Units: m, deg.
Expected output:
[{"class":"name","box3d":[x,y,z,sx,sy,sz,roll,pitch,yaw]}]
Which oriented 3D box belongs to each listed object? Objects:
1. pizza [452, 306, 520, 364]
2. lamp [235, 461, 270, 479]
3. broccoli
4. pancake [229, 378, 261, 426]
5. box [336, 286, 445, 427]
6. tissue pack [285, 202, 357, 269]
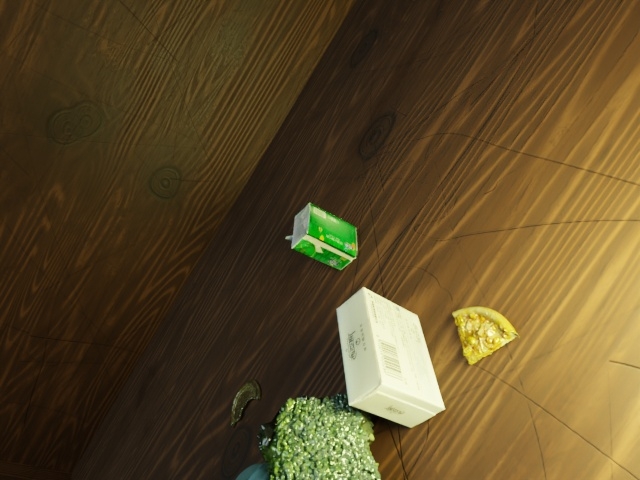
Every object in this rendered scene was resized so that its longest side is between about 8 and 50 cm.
[{"class":"pizza","box3d":[0.348,0.208,1.027,0.130,0.041,0.178,-60,28,5]},{"class":"lamp","box3d":[-0.180,0.710,1.259,0.209,0.147,0.284,-63,3,-35]},{"class":"broccoli","box3d":[0.008,0.523,1.065,0.317,0.278,0.337,85,169,-83]},{"class":"pancake","box3d":[-0.287,0.612,1.734,0.184,0.020,0.190,1,66,58]},{"class":"box","box3d":[0.158,0.275,1.107,0.116,0.203,0.274,-44,33,29]},{"class":"tissue pack","box3d":[0.000,0.002,1.613,0.156,0.209,0.147,-41,34,37]}]
